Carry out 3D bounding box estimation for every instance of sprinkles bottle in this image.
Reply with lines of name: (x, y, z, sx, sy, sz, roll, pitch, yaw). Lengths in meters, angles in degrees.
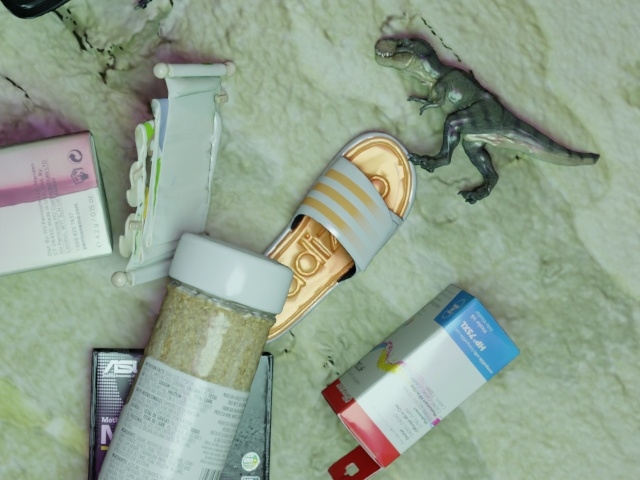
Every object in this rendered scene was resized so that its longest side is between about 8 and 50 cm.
sprinkles bottle: (-0.139, 0.174, 1.878, 0.121, 0.121, 0.355, 20, 90, -8)

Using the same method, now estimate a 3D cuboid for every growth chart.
growth chart: (-0.148, -0.070, 1.891, 0.021, 0.172, 0.237, 13, 96, 26)

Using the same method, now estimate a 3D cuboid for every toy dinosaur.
toy dinosaur: (0.160, -0.109, 1.967, 0.268, 0.064, 0.118, 31, 84, -11)

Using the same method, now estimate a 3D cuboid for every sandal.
sandal: (0.008, 0.007, 1.948, 0.102, 0.076, 0.265, 40, 89, -8)

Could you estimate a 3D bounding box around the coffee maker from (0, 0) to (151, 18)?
coffee maker: (-0.239, -0.288, 1.833, 0.171, 0.178, 0.120, 36, 119, -3)

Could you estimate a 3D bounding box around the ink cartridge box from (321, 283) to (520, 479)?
ink cartridge box: (0.083, 0.152, 1.939, 0.231, 0.134, 0.078, -40, 98, -3)

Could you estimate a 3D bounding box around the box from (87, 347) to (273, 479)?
box: (-0.146, 0.206, 1.962, 0.190, 0.045, 0.184, 3, 95, -7)

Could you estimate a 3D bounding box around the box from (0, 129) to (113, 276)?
box: (-0.329, -0.028, 1.871, 0.232, 0.148, 0.127, -10, 95, -6)
